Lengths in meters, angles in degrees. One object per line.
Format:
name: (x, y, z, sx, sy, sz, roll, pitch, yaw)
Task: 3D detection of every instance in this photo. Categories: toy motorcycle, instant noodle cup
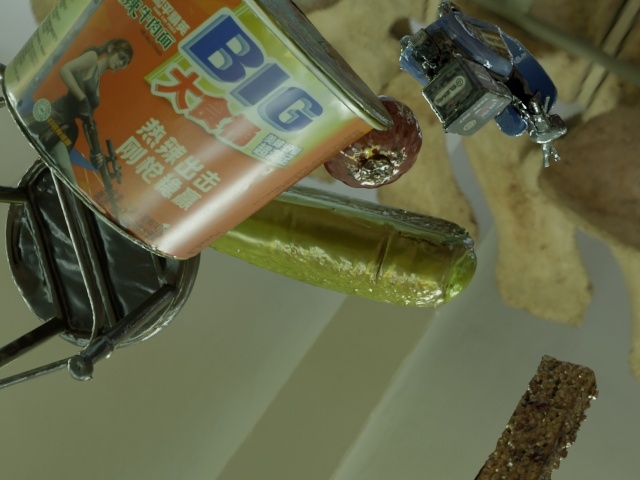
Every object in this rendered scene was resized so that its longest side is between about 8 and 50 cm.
toy motorcycle: (0.248, -0.224, 1.612, 0.359, 0.125, 0.212, 2, -128, -54)
instant noodle cup: (-0.112, -0.131, 0.937, 0.296, 0.214, 0.296, 46, -170, -11)

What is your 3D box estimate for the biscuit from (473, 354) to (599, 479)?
biscuit: (0.199, 0.196, 1.051, 0.064, 0.034, 0.199, 11, -127, 39)

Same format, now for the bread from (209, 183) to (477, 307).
bread: (0.000, 0.000, 1.361, 0.384, 0.112, 0.166, 14, -168, 12)

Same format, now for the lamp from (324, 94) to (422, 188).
lamp: (0.048, -0.095, 1.064, 0.101, 0.101, 0.090, 6, -133, -21)

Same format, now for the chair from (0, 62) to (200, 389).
chair: (-0.374, 0.011, 1.371, 0.410, 0.362, 0.364, -10, -99, -69)
